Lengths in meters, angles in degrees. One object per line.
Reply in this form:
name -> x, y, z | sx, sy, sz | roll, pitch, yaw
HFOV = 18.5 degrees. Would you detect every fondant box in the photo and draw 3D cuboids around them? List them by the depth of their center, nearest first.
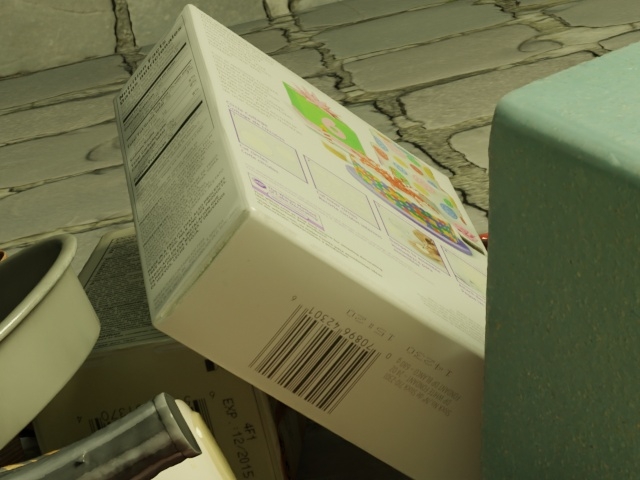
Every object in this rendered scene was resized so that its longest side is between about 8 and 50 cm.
fondant box -> 0.000, 0.000, 1.251 | 0.096, 0.238, 0.330 | -50, 24, 16

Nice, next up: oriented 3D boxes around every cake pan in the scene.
cake pan -> -0.243, 0.106, 1.130 | 0.293, 0.054, 0.293 | -35, 12, 9

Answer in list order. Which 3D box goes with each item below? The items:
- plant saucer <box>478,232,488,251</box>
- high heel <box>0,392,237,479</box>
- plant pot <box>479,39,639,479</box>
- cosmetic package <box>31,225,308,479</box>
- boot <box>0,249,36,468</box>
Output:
plant saucer -> 0.256, -0.008, 1.463 | 0.259, 0.047, 0.258 | -13, 2, -4
high heel -> -0.136, 0.165, 1.078 | 0.186, 0.093, 0.261 | -29, -20, -1
plant pot -> 0.262, 0.038, 1.042 | 0.248, 0.247, 0.252 | -24, 35, -36
cosmetic package -> -0.091, 0.081, 1.343 | 0.153, 0.129, 0.296 | -11, 16, 9
boot -> -0.212, 0.078, 1.399 | 0.073, 0.152, 0.197 | -5, 17, 25
